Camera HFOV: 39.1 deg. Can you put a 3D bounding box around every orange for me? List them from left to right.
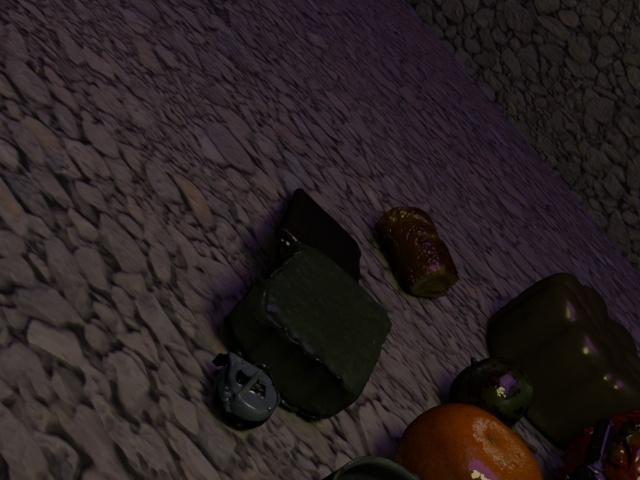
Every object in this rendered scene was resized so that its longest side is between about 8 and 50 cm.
[{"bbox_3d":[0.208,0.342,1.287,0.224,0.170,0.224,27,27,-15],"label":"orange"}]

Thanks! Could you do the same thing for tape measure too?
[{"bbox_3d":[-0.098,0.198,1.171,0.091,0.054,0.094,23,32,-28],"label":"tape measure"}]

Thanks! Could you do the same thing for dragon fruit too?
[{"bbox_3d":[0.570,0.452,1.573,0.250,0.269,0.291,6,43,-39],"label":"dragon fruit"}]

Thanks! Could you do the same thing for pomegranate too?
[{"bbox_3d":[0.294,0.286,1.549,0.148,0.148,0.169,-4,92,-57],"label":"pomegranate"}]

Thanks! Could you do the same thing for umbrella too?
[{"bbox_3d":[0.404,0.425,1.407,0.118,0.118,0.340,39,56,-15],"label":"umbrella"}]

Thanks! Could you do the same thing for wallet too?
[{"bbox_3d":[0.000,0.000,1.540,0.165,0.042,0.309,43,12,-8],"label":"wallet"}]

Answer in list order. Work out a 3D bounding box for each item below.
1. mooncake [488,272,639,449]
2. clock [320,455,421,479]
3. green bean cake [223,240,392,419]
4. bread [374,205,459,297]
[{"bbox_3d":[0.535,0.249,1.857,0.378,0.201,0.378,34,30,-23],"label":"mooncake"},{"bbox_3d":[0.091,0.437,1.018,0.386,0.076,0.386,43,28,-30],"label":"clock"},{"bbox_3d":[-0.020,0.128,1.306,0.222,0.125,0.227,46,28,-7],"label":"green bean cake"},{"bbox_3d":[0.193,0.021,1.783,0.132,0.103,0.172,10,46,-45],"label":"bread"}]
